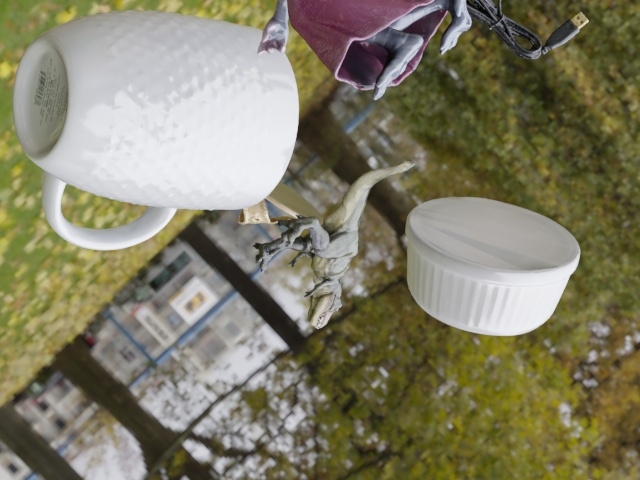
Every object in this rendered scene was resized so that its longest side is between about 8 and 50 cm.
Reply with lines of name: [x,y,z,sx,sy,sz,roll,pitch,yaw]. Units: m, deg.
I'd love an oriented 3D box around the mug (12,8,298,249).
mug: [-0.261,-0.144,1.525,0.328,0.276,0.374,1,126,-42]

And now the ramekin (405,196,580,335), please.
ramekin: [0.257,0.042,1.678,0.273,0.273,0.127,-59,160,-64]

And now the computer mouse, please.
computer mouse: [0.330,-0.376,1.500,0.262,0.184,0.060,-45,-162,9]

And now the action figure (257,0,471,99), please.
action figure: [-0.024,-0.319,1.159,0.275,0.370,0.248,-54,165,15]

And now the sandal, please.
sandal: [-0.112,-0.065,1.656,0.079,0.240,0.088,-49,-154,19]

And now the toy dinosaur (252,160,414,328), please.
toy dinosaur: [0.000,0.000,1.169,0.118,0.064,0.268,-4,143,-24]
